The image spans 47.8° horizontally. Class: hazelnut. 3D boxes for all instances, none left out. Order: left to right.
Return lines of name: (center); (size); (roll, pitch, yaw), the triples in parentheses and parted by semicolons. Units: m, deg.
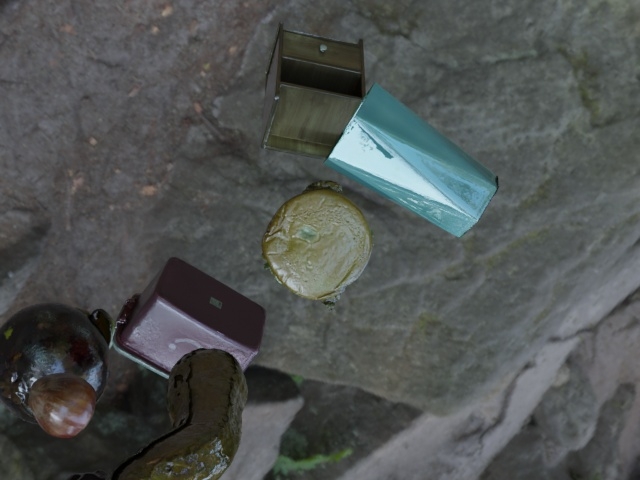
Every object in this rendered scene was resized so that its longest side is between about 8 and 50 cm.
hazelnut: (-0.319, 0.201, 0.889); (0.086, 0.086, 0.086); (-39, 154, -23)

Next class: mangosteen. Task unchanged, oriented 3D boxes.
mangosteen: (-0.603, 0.273, 1.641); (0.288, 0.288, 0.288); (-39, 154, -23)

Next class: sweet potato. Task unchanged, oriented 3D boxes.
sweet potato: (-0.104, 0.154, 0.594); (0.233, 0.081, 0.062); (-75, 171, -75)

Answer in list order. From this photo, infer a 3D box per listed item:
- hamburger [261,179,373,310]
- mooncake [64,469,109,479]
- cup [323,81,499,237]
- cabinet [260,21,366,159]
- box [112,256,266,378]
hamburger: (0.000, 0.000, 1.300); (0.215, 0.189, 0.122); (-63, -179, 8)
mooncake: (-0.457, 0.612, 1.545); (0.141, 0.283, 0.283); (-48, 162, -43)
cup: (0.140, -0.115, 1.067); (0.148, 0.236, 0.134); (-58, -175, 30)
cabinet: (-0.014, -0.291, 1.401); (0.175, 0.215, 0.148); (9, 143, -12)
box: (-0.260, 0.180, 1.509); (0.167, 0.294, 0.193); (-51, -163, 26)
